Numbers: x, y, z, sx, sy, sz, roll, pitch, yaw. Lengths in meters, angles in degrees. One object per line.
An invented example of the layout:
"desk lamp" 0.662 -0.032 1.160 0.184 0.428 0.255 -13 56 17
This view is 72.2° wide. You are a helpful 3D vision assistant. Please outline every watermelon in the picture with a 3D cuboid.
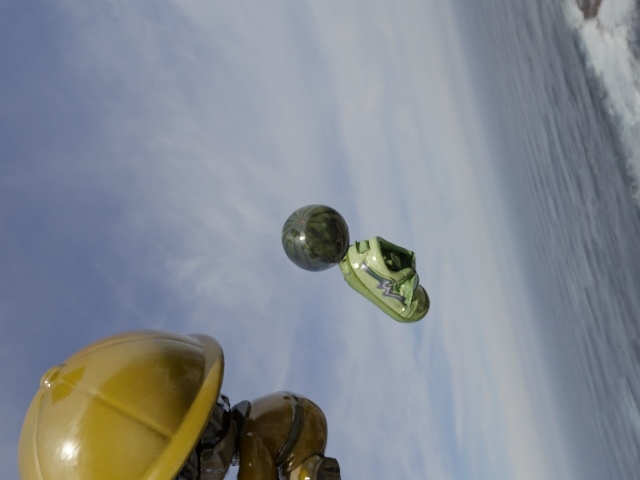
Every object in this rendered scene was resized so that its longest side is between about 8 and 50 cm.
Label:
"watermelon" 0.000 0.000 0.679 0.133 0.105 0.105 32 -132 -53

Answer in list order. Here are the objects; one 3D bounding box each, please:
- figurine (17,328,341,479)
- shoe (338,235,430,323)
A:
"figurine" -0.117 0.168 0.393 0.256 0.192 0.167 17 -107 -32
"shoe" 0.152 0.089 0.943 0.262 0.128 0.140 32 -128 -23
